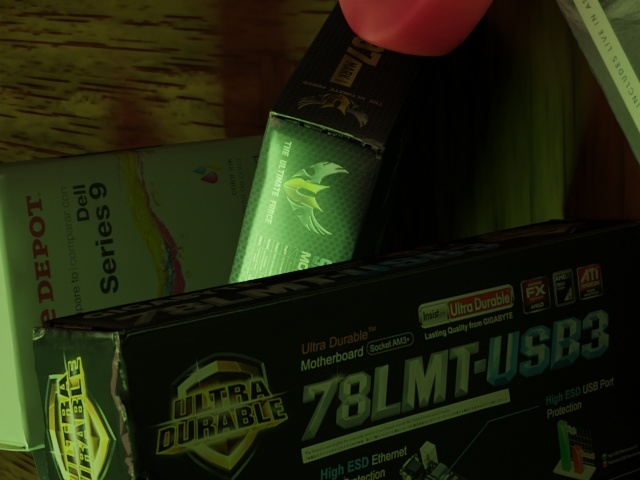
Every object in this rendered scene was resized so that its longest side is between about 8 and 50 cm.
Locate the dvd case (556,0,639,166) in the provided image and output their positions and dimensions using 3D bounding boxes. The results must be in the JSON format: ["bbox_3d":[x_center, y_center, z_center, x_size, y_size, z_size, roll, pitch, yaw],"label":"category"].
[{"bbox_3d":[0.167,-0.113,0.617,0.221,0.018,0.164,-50,54,48],"label":"dvd case"}]

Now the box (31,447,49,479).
[{"bbox_3d":[-0.147,0.113,1.128,0.159,0.044,0.233,60,-175,-54],"label":"box"}]

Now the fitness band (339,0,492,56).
[{"bbox_3d":[0.070,-0.221,0.736,0.209,0.054,0.291,-149,71,-68],"label":"fitness band"}]

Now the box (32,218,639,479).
[{"bbox_3d":[0.034,0.153,0.745,0.073,0.295,0.293,-1,98,50],"label":"box"}]

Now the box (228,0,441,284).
[{"bbox_3d":[0.000,0.000,0.875,0.059,0.183,0.232,19,123,6],"label":"box"}]

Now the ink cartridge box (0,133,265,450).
[{"bbox_3d":[-0.111,0.024,1.003,0.093,0.212,0.154,-2,96,52],"label":"ink cartridge box"}]
